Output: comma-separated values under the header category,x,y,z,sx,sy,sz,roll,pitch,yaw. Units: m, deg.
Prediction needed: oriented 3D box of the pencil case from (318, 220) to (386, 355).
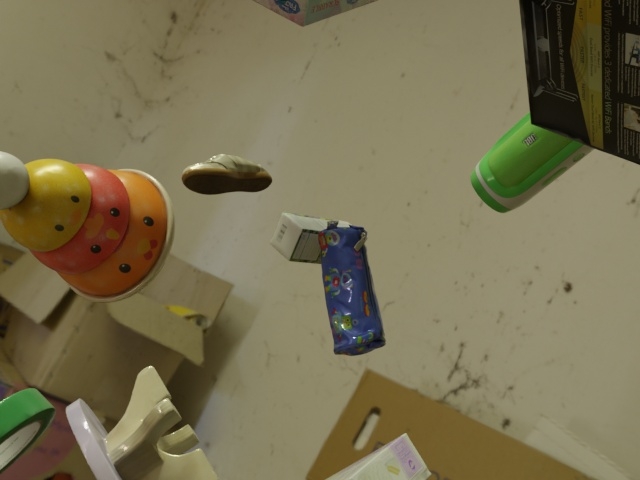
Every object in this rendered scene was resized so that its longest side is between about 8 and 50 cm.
category,x,y,z,sx,sy,sz,roll,pitch,yaw
pencil case,0.072,0.108,1.404,0.119,0.306,0.133,2,-16,-39

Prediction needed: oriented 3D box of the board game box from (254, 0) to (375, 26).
category,x,y,z,sx,sy,sz,roll,pitch,yaw
board game box,-0.063,-0.633,1.453,0.318,0.319,0.066,35,-46,19

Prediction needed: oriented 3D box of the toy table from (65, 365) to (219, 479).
category,x,y,z,sx,sy,sz,roll,pitch,yaw
toy table,-0.308,0.360,1.071,0.274,0.161,0.252,54,-18,13

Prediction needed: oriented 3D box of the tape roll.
category,x,y,z,sx,sy,sz,roll,pitch,yaw
tape roll,-0.814,0.510,1.515,0.077,0.321,0.321,42,-9,7

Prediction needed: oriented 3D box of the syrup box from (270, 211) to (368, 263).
category,x,y,z,sx,sy,sz,roll,pitch,yaw
syrup box,0.000,0.000,1.576,0.237,0.093,0.096,6,24,-43

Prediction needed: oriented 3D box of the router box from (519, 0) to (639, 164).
category,x,y,z,sx,sy,sz,roll,pitch,yaw
router box,0.383,-0.261,0.803,0.243,0.081,0.308,40,-20,46

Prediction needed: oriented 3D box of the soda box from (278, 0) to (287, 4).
category,x,y,z,sx,sy,sz,roll,pitch,yaw
soda box,-0.057,-0.503,1.133,0.067,0.071,0.210,41,26,-16

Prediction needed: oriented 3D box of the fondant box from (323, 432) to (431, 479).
category,x,y,z,sx,sy,sz,roll,pitch,yaw
fondant box,0.015,0.499,1.123,0.238,0.330,0.096,-4,60,-60

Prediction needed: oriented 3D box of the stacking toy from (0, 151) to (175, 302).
category,x,y,z,sx,sy,sz,roll,pitch,yaw
stacking toy,-0.590,-0.062,1.370,0.351,0.350,0.480,21,-6,25

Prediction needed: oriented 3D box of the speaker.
category,x,y,z,sx,sy,sz,roll,pitch,yaw
speaker,0.429,-0.182,1.165,0.131,0.131,0.296,29,-51,-20

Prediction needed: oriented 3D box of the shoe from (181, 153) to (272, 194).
category,x,y,z,sx,sy,sz,roll,pitch,yaw
shoe,-0.188,-0.132,1.208,0.076,0.058,0.219,-36,-20,33
